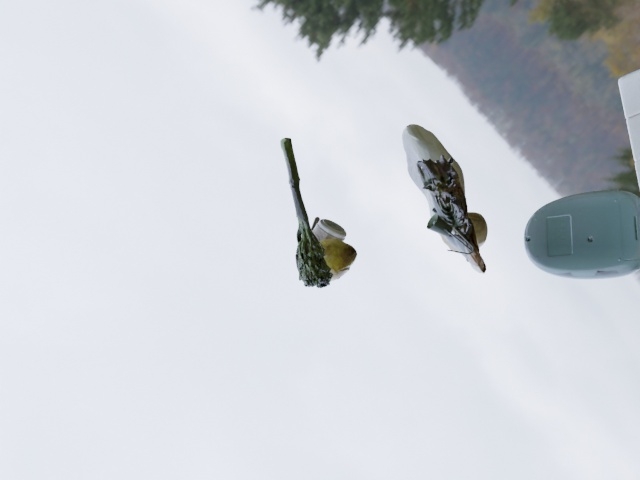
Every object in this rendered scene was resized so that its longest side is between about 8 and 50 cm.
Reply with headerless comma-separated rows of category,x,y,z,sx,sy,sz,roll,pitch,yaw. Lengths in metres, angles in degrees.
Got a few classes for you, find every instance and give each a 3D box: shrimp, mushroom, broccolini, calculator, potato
shrimp,0.262,-0.032,1.685,0.289,0.075,0.178,64,-174,-45
mushroom,0.267,-0.110,1.944,0.159,0.122,0.328,29,-150,-36
broccolini,-0.031,-0.041,1.346,0.051,0.054,0.239,-13,-93,-21
calculator,0.565,-0.013,1.786,0.041,0.299,0.185,31,-121,-59
potato,0.016,0.044,1.746,0.096,0.103,0.066,48,-144,-28

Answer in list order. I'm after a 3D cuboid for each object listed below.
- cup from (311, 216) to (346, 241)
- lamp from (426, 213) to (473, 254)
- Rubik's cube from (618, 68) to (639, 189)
cup,0.007,0.004,1.930,0.074,0.099,0.102,27,-164,-10
lamp,0.230,-0.009,1.546,0.054,0.041,0.121,30,-170,-16
Rubik's cube,0.817,-0.221,1.751,0.292,0.290,0.291,13,-115,-41
